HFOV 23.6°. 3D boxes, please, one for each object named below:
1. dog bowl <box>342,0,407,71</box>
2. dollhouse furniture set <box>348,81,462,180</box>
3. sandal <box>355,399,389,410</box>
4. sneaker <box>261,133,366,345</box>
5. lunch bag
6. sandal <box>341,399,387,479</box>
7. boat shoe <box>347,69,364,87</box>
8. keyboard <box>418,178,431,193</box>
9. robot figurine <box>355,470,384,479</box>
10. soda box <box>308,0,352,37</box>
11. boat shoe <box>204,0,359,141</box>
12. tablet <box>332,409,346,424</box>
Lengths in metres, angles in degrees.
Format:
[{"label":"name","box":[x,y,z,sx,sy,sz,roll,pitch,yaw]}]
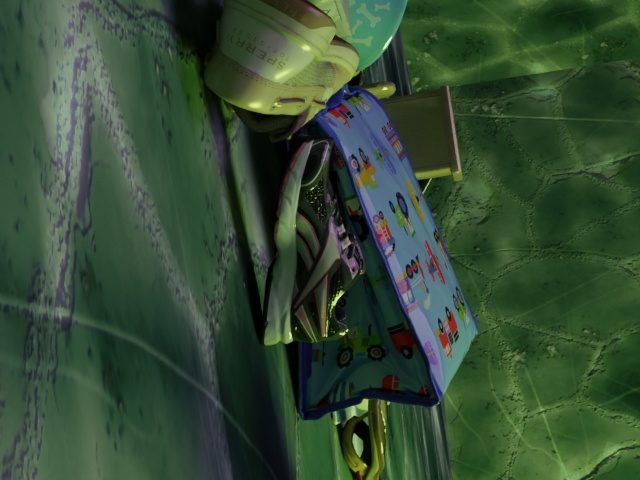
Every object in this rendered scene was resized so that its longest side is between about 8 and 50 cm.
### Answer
[{"label":"dog bowl","box":[0.024,-0.312,1.453,0.166,0.074,0.297,29,-72,54]},{"label":"dollhouse furniture set","box":[0.095,-0.096,1.908,0.242,0.161,0.212,52,30,-76]},{"label":"sandal","box":[0.045,-0.004,1.637,0.169,0.102,0.416,-90,169,-54]},{"label":"sneaker","box":[0.000,0.000,1.201,0.072,0.077,0.178,-92,-171,-64]},{"label":"lunch bag","box":[0.042,-0.013,1.407,0.221,0.138,0.293,-42,122,-71]},{"label":"sandal","box":[0.045,0.217,1.635,0.180,0.049,0.072,97,-2,-53]},{"label":"boat shoe","box":[0.034,-0.223,2.013,0.153,0.056,0.048,86,-9,-85]},{"label":"keyboard","box":[0.100,-0.056,2.057,0.180,0.023,0.108,-62,-156,22]},{"label":"robot figurine","box":[0.051,0.298,1.236,0.128,0.158,0.219,-28,-116,55]},{"label":"soda box","box":[-0.037,-0.319,1.366,0.091,0.098,0.286,63,20,-70]},{"label":"boat shoe","box":[-0.039,-0.133,1.189,0.098,0.109,0.302,-62,178,2]},{"label":"tablet","box":[0.017,0.165,1.610,0.083,0.006,0.054,24,58,-81]}]
